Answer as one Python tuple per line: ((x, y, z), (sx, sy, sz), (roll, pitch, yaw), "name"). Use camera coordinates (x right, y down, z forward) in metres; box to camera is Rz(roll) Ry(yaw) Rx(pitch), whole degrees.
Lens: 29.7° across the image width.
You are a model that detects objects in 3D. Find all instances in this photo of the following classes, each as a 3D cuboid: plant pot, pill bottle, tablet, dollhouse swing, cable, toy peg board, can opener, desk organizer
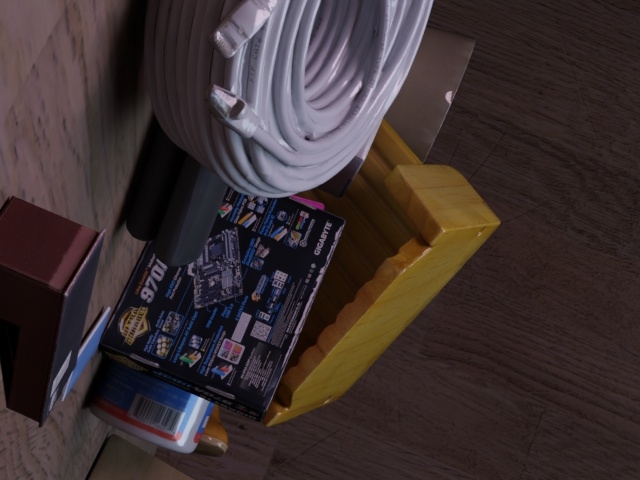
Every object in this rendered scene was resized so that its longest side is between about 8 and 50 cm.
((0.092, -0.286, 2.092), (0.256, 0.274, 0.256), (-156, -90, -89), "plant pot")
((-0.147, 0.102, 1.283), (0.124, 0.124, 0.221), (118, -5, -84), "pill bottle")
((-0.208, 0.099, 1.063), (0.083, 0.006, 0.054), (-66, 180, -57), "tablet")
((0.000, 0.000, 1.610), (0.347, 0.305, 0.315), (-49, 163, 20), "dollhouse swing")
((-0.009, -0.152, 0.787), (0.257, 0.089, 0.257), (-60, 158, -17), "cable")
((-0.257, 0.375, 1.620), (0.079, 0.160, 0.161), (-41, -160, 50), "toy peg board")
((-0.095, -0.104, 0.913), (0.093, 0.074, 0.280), (-17, 138, -44), "can opener")
((-0.153, 0.039, 0.634), (0.130, 0.050, 0.047), (114, -1, -49), "desk organizer")

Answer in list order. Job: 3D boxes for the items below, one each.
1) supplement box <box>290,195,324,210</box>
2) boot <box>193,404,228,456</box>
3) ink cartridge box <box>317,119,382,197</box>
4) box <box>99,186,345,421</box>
((-0.094, 0.042, 1.410), (0.114, 0.111, 0.220), (16, 90, -52), "supplement box")
((-0.167, 0.166, 1.596), (0.295, 0.104, 0.211), (-4, -119, 64), "boot")
((0.008, -0.207, 1.498), (0.171, 0.168, 0.233), (120, -6, -73), "ink cartridge box")
((-0.094, 0.046, 1.203), (0.051, 0.175, 0.220), (110, 2, -69), "box")
